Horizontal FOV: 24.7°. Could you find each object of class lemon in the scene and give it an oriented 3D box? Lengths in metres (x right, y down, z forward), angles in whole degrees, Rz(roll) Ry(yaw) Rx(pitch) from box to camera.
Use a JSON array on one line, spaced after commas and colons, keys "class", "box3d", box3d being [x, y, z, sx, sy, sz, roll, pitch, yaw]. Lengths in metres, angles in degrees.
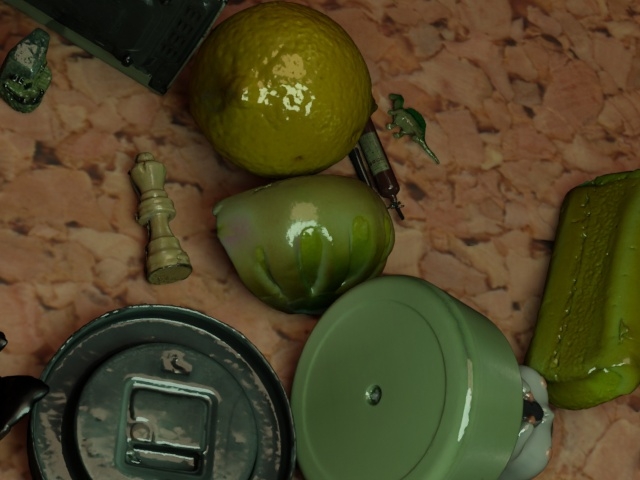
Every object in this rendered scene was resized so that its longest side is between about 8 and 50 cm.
[{"class": "lemon", "box3d": [-0.053, -0.193, 1.865, 0.253, 0.228, 0.228, 20, 50, -59]}]

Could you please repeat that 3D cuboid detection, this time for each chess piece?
[{"class": "chess piece", "box3d": [-0.207, -0.032, 1.841, 0.060, 0.060, 0.172, -5, 66, -24]}]

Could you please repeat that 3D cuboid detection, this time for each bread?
[{"class": "bread", "box3d": [0.385, 0.066, 1.971, 0.112, 0.166, 0.383, 54, 41, -35]}, {"class": "bread", "box3d": [-0.008, -0.002, 1.847, 0.261, 0.156, 0.158, -7, 68, -25]}]

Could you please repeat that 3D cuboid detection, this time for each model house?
[{"class": "model house", "box3d": [-0.367, -0.215, 1.843, 0.066, 0.083, 0.078, 31, 57, -8]}]

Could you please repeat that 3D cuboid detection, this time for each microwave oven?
[{"class": "microwave oven", "box3d": [-0.278, -0.386, 1.850, 0.355, 0.286, 0.218, 31, 59, -11]}]

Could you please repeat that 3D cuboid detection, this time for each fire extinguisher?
[{"class": "fire extinguisher", "box3d": [0.070, -0.107, 2.002, 0.049, 0.035, 0.173, -10, 67, -30]}]

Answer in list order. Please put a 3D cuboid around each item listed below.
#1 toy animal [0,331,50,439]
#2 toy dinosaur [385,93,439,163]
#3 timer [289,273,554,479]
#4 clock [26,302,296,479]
[{"class": "toy animal", "box3d": [-0.416, 0.183, 1.639, 0.219, 0.116, 0.179, 15, 93, 7]}, {"class": "toy dinosaur", "box3d": [0.133, -0.159, 2.059, 0.120, 0.029, 0.060, 44, 46, 2]}, {"class": "timer", "box3d": [0.169, 0.212, 1.787, 0.315, 0.291, 0.290, 17, 58, -41]}, {"class": "clock", "box3d": [-0.186, 0.231, 1.716, 0.319, 0.066, 0.318, 9, 64, -18]}]
